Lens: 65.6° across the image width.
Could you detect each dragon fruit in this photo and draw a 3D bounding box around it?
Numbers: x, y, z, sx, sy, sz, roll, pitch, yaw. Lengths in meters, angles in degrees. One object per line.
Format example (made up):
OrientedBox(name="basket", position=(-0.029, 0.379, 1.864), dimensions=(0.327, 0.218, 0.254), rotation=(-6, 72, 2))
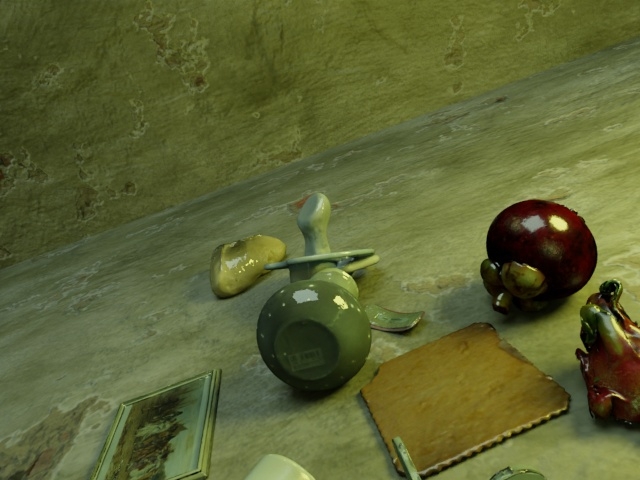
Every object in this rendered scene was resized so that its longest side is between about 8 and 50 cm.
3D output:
OrientedBox(name="dragon fruit", position=(0.356, 0.138, 0.589), dimensions=(0.138, 0.175, 0.142), rotation=(-16, -12, -17))

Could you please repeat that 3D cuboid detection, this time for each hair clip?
OrientedBox(name="hair clip", position=(0.127, 0.139, 0.896), dimensions=(0.137, 0.022, 0.054), rotation=(-1, 29, 48))

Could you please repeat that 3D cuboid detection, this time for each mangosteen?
OrientedBox(name="mangosteen", position=(0.335, 0.031, 0.792), dimensions=(0.199, 0.200, 0.200), rotation=(-18, 21, 7))

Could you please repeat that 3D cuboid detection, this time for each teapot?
OrientedBox(name="teapot", position=(0.003, 0.133, 0.850), dimensions=(0.183, 0.184, 0.251), rotation=(-15, 10, 14))

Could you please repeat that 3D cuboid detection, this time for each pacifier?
OrientedBox(name="pacifier", position=(0.000, 0.000, 1.083), dimensions=(0.227, 0.207, 0.279), rotation=(-9, -3, -31))

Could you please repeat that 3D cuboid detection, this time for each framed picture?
OrientedBox(name="framed picture", position=(-0.274, 0.322, 0.827), dimensions=(0.217, 0.017, 0.274), rotation=(-20, 20, -1))

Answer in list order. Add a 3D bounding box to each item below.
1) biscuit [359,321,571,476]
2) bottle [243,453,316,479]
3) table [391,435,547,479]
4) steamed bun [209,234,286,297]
OrientedBox(name="biscuit", position=(0.181, 0.206, 0.694), dimensions=(0.236, 0.013, 0.232), rotation=(-22, 21, -5))
OrientedBox(name="bottle", position=(-0.095, 0.341, 0.494), dimensions=(0.104, 0.104, 0.245), rotation=(-2, 27, 40))
OrientedBox(name="table", position=(0.105, 0.262, 0.364), dimensions=(0.166, 0.198, 0.166), rotation=(-18, 21, 7))
OrientedBox(name="steamed bun", position=(-0.218, 0.054, 1.313), dimensions=(0.231, 0.111, 0.212), rotation=(-18, 21, 14))
